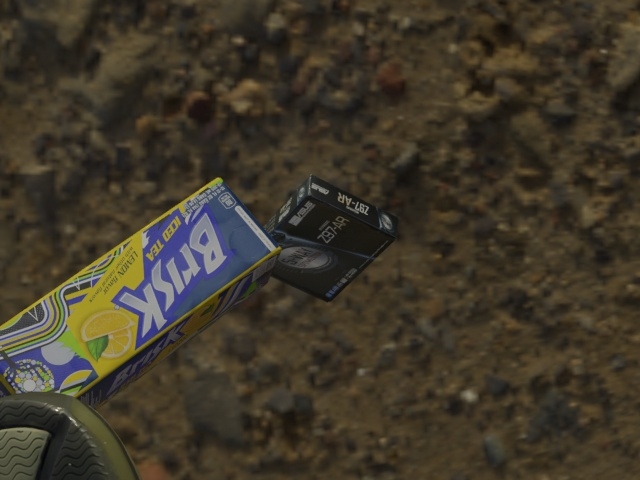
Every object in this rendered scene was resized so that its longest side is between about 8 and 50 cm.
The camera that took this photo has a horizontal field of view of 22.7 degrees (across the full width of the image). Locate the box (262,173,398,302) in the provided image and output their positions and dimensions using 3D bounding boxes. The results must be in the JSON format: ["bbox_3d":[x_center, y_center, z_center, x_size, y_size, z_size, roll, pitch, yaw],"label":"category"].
[{"bbox_3d":[0.000,0.000,1.018,0.083,0.067,0.018,-45,28,42],"label":"box"}]

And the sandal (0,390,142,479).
[{"bbox_3d":[-0.064,0.189,0.557,0.120,0.086,0.303,-12,108,23],"label":"sandal"}]

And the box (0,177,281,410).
[{"bbox_3d":[-0.105,0.039,0.878,0.059,0.169,0.054,49,155,11],"label":"box"}]
